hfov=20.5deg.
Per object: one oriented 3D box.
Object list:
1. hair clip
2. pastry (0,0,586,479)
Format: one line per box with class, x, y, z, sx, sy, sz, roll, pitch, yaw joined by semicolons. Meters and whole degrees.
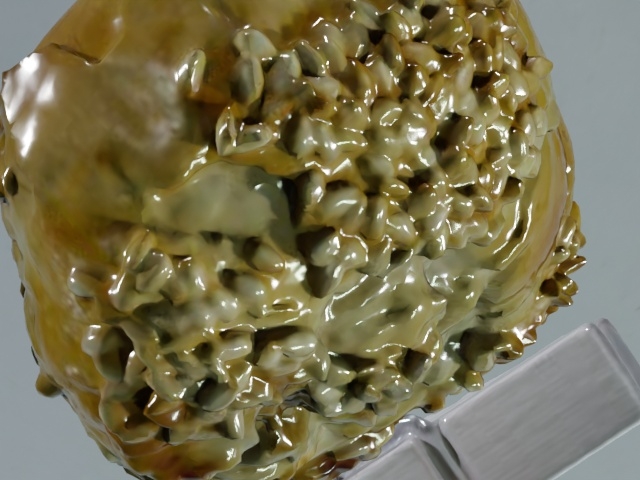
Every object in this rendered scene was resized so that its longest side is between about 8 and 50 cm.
hair clip;0.034;0.152;1.002;0.331;0.101;0.085;-35;82;13
pastry;0.000;0.000;0.723;0.255;0.311;0.162;-44;66;-5
